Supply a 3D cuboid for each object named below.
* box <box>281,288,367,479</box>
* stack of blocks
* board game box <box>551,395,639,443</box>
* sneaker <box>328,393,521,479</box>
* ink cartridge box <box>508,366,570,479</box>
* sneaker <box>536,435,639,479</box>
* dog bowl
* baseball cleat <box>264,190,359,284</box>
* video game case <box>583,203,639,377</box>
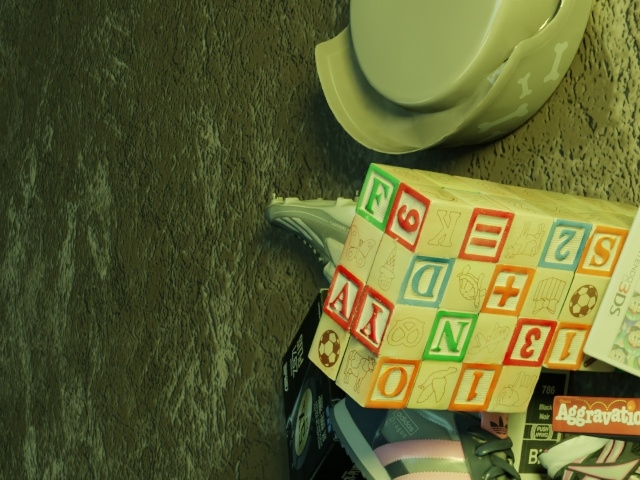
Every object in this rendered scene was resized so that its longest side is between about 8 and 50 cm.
[{"bbox_3d":[0.020,0.165,1.458,0.147,0.077,0.180,117,154,-50],"label":"box"},{"bbox_3d":[0.154,0.047,1.158,0.087,0.297,0.171,37,115,51],"label":"stack of blocks"},{"bbox_3d":[0.306,0.131,0.944,0.145,0.281,0.027,-5,76,54],"label":"board game box"},{"bbox_3d":[0.132,0.206,1.226,0.131,0.112,0.319,-52,52,12],"label":"sneaker"},{"bbox_3d":[0.160,0.118,1.339,0.165,0.065,0.333,12,95,55],"label":"ink cartridge box"},{"bbox_3d":[0.265,0.184,1.192,0.178,0.072,0.077,-45,61,51],"label":"sneaker"},{"bbox_3d":[0.132,-0.253,1.411,0.348,0.102,0.349,-13,74,52],"label":"dog bowl"},{"bbox_3d":[0.000,0.000,1.578,0.206,0.072,0.110,0,91,58],"label":"baseball cleat"},{"bbox_3d":[0.305,0.055,1.114,0.157,0.019,0.143,23,106,17],"label":"video game case"}]
